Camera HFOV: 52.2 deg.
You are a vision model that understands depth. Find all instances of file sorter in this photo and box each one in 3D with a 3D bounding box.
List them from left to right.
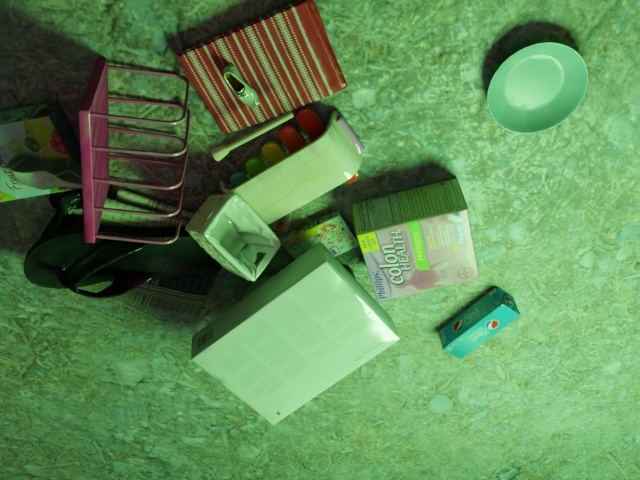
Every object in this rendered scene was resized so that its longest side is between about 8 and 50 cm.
[{"bbox_3d":[-0.349,-0.162,1.259,0.182,0.202,0.290,5,129,-11],"label":"file sorter"}]

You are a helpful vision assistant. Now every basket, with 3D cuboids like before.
[{"bbox_3d":[-0.187,-0.009,1.377,0.103,0.113,0.167,7,146,51],"label":"basket"}]

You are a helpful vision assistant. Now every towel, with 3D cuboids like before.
[{"bbox_3d":[-0.396,0.034,1.523,0.324,0.056,0.312,15,130,-18],"label":"towel"},{"bbox_3d":[-0.106,-0.325,1.243,0.275,0.031,0.198,-18,130,14],"label":"towel"}]

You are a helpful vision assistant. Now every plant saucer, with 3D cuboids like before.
[{"bbox_3d":[0.421,-0.302,1.282,0.195,0.037,0.194,-1,130,-1],"label":"plant saucer"}]

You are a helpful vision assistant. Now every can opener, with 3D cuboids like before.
[{"bbox_3d":[-0.569,-0.050,1.441,0.059,0.073,0.186,-12,148,-47],"label":"can opener"}]

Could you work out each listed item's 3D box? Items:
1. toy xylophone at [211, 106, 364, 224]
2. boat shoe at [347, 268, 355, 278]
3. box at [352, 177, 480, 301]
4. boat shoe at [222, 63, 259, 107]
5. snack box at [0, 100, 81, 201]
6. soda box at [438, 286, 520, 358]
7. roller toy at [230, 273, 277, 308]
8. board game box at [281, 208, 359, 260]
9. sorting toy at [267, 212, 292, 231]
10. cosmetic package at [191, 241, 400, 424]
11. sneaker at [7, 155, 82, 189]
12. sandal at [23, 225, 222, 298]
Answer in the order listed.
[{"bbox_3d":[-0.075,-0.158,1.349,0.323,0.081,0.236,-21,128,14],"label":"toy xylophone"},{"bbox_3d":[0.068,0.145,1.626,0.059,0.063,0.170,-9,120,8],"label":"boat shoe"},{"bbox_3d":[0.216,0.002,1.474,0.243,0.117,0.213,-13,129,8],"label":"box"},{"bbox_3d":[-0.150,-0.285,1.233,0.035,0.035,0.100,-22,130,18],"label":"boat shoe"},{"bbox_3d":[-0.599,-0.175,1.317,0.207,0.070,0.174,-9,130,6],"label":"snack box"},{"bbox_3d":[0.407,0.215,1.692,0.071,0.067,0.210,31,122,-25],"label":"soda box"},{"bbox_3d":[-0.102,0.191,1.595,0.191,0.146,0.209,-18,128,11],"label":"roller toy"},{"bbox_3d":[0.000,0.000,1.519,0.154,0.026,0.103,-25,127,17],"label":"board game box"},{"bbox_3d":[-0.101,-0.035,1.495,0.062,0.012,0.083,8,129,-10],"label":"sorting toy"},{"bbox_3d":[-0.056,0.220,1.478,0.377,0.097,0.284,-36,117,12],"label":"cosmetic package"},{"bbox_3d":[-0.530,-0.127,1.289,0.152,0.053,0.061,10,144,-9],"label":"sneaker"},{"bbox_3d":[-0.435,0.051,1.425,0.446,0.107,0.167,-6,133,1],"label":"sandal"}]
